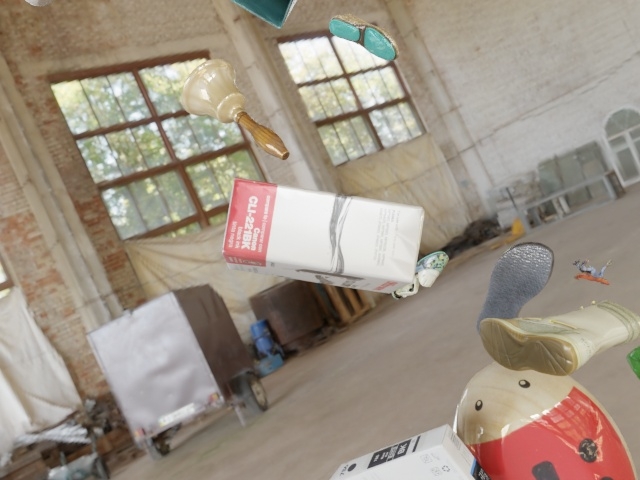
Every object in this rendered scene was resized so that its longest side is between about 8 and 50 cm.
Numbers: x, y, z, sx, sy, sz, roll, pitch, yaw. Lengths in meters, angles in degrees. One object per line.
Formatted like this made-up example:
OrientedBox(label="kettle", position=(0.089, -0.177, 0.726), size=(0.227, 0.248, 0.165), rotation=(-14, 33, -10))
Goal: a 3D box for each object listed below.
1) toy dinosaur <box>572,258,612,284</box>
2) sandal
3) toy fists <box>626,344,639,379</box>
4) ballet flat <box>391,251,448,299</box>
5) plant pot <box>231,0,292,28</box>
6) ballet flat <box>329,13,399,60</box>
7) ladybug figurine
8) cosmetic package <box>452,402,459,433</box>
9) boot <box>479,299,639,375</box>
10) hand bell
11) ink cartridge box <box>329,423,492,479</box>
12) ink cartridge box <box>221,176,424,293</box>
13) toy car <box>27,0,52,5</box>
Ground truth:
OrientedBox(label="toy dinosaur", position=(0.517, 0.069, 1.309), size=(0.090, 0.082, 0.047), rotation=(-51, 14, -23))
OrientedBox(label="sandal", position=(0.368, 0.094, 1.322), size=(0.054, 0.097, 0.255), rotation=(-40, -23, -44))
OrientedBox(label="toy fists", position=(0.803, 0.299, 1.476), size=(0.142, 0.279, 0.096), rotation=(113, 180, -56))
OrientedBox(label="ballet flat", position=(0.235, 0.091, 1.632), size=(0.070, 0.070, 0.188), rotation=(-24, -9, -43))
OrientedBox(label="plant pot", position=(-0.079, -0.568, 1.304), size=(0.234, 0.165, 0.165), rotation=(-65, 7, -31))
OrientedBox(label="ballet flat", position=(0.115, -0.489, 1.623), size=(0.067, 0.206, 0.073), rotation=(-37, -30, -35))
OrientedBox(label="ladybug figurine", position=(0.438, 0.443, 1.308), size=(0.305, 0.449, 0.162), rotation=(-34, -1, 12))
OrientedBox(label="cosmetic package", position=(0.421, 0.472, 1.712), size=(0.151, 0.151, 0.183), rotation=(12, 10, 23))
OrientedBox(label="boot", position=(0.363, 0.140, 1.053), size=(0.165, 0.077, 0.213), rotation=(-17, 8, -23))
OrientedBox(label="hand bell", position=(-0.141, -0.223, 1.286), size=(0.126, 0.242, 0.126), rotation=(-35, -28, -22))
OrientedBox(label="ink cartridge box", position=(0.146, 0.466, 1.275), size=(0.332, 0.165, 0.065), rotation=(-32, 11, 32))
OrientedBox(label="ink cartridge box", position=(0.000, 0.000, 1.035), size=(0.272, 0.114, 0.197), rotation=(8, -9, -3))
OrientedBox(label="toy car", position=(-0.592, -0.608, 1.462), size=(0.182, 0.159, 0.136), rotation=(-33, -4, -23))
